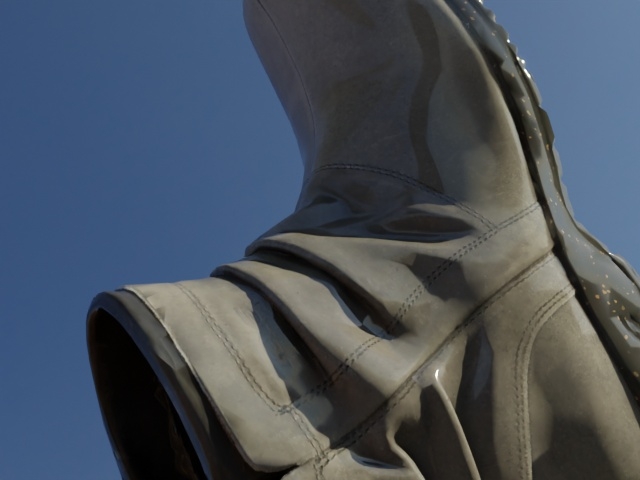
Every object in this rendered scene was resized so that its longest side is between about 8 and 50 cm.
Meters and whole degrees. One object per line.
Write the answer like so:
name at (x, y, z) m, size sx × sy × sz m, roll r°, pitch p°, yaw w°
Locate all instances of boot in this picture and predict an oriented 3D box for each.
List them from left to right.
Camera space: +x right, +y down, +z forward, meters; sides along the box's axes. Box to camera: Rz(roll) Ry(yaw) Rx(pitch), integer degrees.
boot at (0.000, 0.000, 0.435) m, size 0.222 × 0.338 × 0.118 m, roll -17°, pitch -28°, yaw -33°
